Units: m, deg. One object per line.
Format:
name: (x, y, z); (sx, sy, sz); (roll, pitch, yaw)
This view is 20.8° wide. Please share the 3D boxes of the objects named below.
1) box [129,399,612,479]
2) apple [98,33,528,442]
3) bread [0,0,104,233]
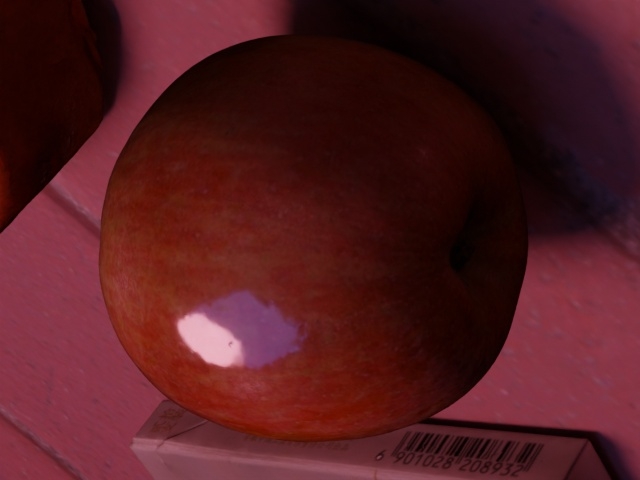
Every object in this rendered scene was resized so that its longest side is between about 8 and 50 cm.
box: (0.054, 0.198, 1.114); (0.365, 0.051, 0.205); (-1, 132, 44)
apple: (0.000, 0.000, 0.800); (0.173, 0.188, 0.188); (3, 134, 29)
bread: (-0.273, -0.126, 0.976); (0.327, 0.114, 0.295); (15, 140, 29)
